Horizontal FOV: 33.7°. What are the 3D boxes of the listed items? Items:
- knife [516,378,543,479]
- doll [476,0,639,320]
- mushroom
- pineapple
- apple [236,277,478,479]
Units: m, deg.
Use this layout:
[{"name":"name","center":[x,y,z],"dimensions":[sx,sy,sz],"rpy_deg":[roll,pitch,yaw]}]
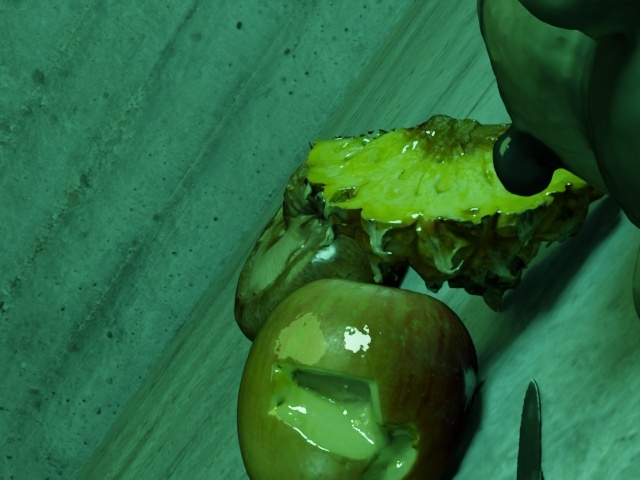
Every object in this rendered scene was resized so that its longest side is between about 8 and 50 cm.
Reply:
[{"name":"knife","center":[0.132,0.140,0.666],"dimensions":[0.023,0.010,0.170],"rpy_deg":[-43,13,30]},{"name":"doll","center":[0.249,-0.128,0.493],"dimensions":[0.378,0.252,0.382],"rpy_deg":[-22,34,12]},{"name":"mushroom","center":[0.014,0.004,1.235],"dimensions":[0.297,0.163,0.278],"rpy_deg":[-62,3,-32]},{"name":"pineapple","center":[0.102,0.007,0.804],"dimensions":[0.140,0.250,0.164],"rpy_deg":[-68,-18,-55]},{"name":"apple","center":[0.023,0.122,0.797],"dimensions":[0.199,0.199,0.199],"rpy_deg":[-54,10,15]}]
